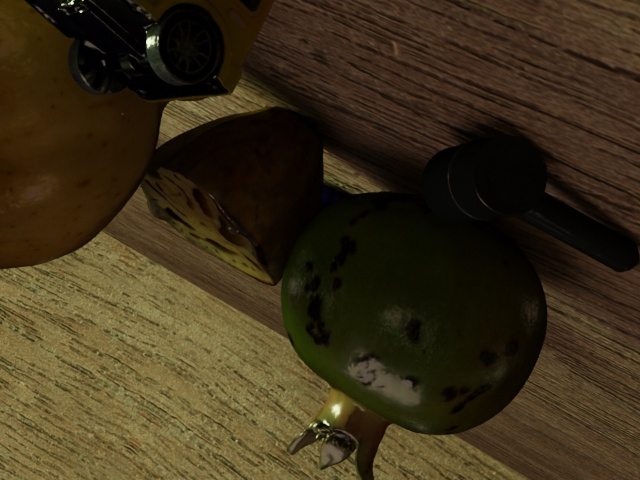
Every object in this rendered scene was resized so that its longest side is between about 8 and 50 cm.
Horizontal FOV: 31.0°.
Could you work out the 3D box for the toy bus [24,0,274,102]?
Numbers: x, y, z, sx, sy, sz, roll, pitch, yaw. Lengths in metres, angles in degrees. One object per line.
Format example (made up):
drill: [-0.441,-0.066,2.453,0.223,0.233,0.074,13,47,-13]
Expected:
toy bus: [-0.193,-0.245,0.883,0.145,0.151,0.331,5,151,49]

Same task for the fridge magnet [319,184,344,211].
fridge magnet: [0.000,0.000,1.545,0.265,0.112,0.265,30,168,7]

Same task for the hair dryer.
hair dryer: [0.205,-0.022,1.040,0.219,0.071,0.124,26,172,-13]

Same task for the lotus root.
lotus root: [-0.084,-0.078,1.284,0.188,0.180,0.199,31,164,25]

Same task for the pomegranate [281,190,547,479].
pomegranate: [0.072,0.097,1.239,0.291,0.323,0.291,46,169,12]

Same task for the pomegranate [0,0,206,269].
pomegranate: [-0.300,-0.157,1.151,0.410,0.410,0.410,31,169,7]
